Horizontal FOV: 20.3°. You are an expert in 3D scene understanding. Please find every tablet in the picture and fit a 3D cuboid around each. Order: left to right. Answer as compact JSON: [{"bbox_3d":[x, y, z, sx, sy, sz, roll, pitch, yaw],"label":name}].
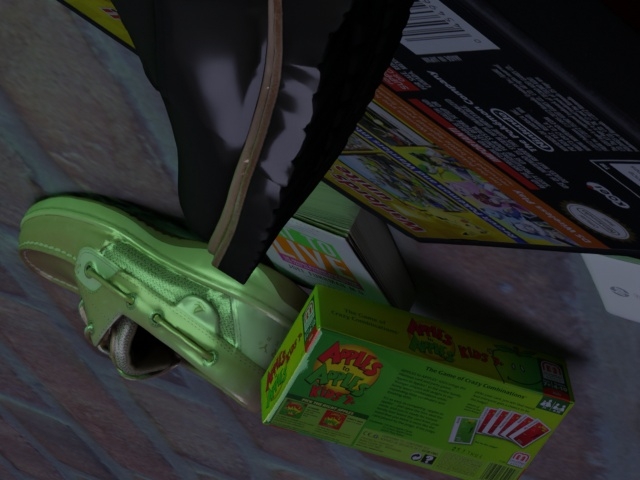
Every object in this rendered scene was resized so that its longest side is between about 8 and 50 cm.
[{"bbox_3d":[0.180,0.029,1.023,0.054,0.006,0.083,15,158,29],"label":"tablet"}]

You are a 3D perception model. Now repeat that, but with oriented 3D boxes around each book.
[{"bbox_3d":[0.000,0.000,1.140,0.096,0.035,0.144,19,162,24],"label":"book"}]

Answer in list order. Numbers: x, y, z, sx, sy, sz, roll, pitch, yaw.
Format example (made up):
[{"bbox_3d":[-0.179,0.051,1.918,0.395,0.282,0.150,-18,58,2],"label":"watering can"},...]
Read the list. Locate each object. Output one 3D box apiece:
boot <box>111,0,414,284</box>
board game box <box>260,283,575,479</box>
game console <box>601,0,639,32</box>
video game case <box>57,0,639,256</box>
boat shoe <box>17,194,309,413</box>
[{"bbox_3d":[-0.047,-0.081,0.431,0.137,0.077,0.198,26,143,7],"label":"boot"},{"bbox_3d":[0.062,0.098,1.165,0.181,0.043,0.092,17,126,-17],"label":"board game box"},{"bbox_3d":[0.058,-0.123,0.748,0.144,0.085,0.124,26,-166,-25],"label":"game console"},{"bbox_3d":[0.023,-0.071,0.702,0.275,0.035,0.248,33,164,-30],"label":"video game case"},{"bbox_3d":[-0.130,0.046,1.290,0.302,0.098,0.109,17,161,41],"label":"boat shoe"}]
